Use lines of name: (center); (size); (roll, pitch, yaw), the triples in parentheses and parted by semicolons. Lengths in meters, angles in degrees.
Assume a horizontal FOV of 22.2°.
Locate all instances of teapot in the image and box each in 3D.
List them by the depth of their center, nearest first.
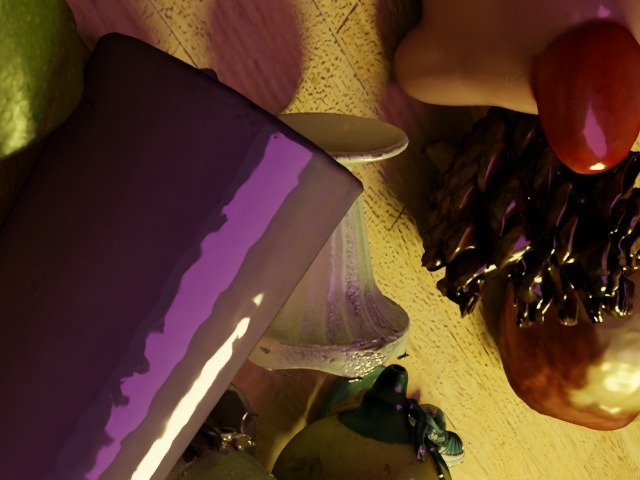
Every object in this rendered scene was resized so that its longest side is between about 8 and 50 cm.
teapot: (0.039, 0.231, 1.540); (0.183, 0.173, 0.269); (-77, 180, -53)

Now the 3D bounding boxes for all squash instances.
squash: (-0.227, -0.182, 0.962); (0.203, 0.111, 0.289); (-39, 138, -37)

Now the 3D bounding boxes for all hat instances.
hat: (-0.098, 0.251, 1.404); (0.257, 0.130, 0.257); (-34, 136, -41)

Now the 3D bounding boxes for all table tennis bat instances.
table tennis bat: (0.020, 0.216, 1.642); (0.124, 0.033, 0.201); (40, 73, -51)

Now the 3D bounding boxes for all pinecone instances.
pinecone: (0.214, -0.022, 1.567); (0.243, 0.257, 0.243); (-36, 151, -24)

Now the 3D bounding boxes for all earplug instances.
earplug: (-0.171, 0.096, 1.143); (0.456, 0.215, 0.215); (-60, 147, -3)

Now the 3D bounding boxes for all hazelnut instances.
hazelnut: (0.305, 0.081, 1.813); (0.261, 0.241, 0.261); (-45, 170, -10)

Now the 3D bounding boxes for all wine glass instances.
wine glass: (0.000, 0.000, 1.372); (0.165, 0.165, 0.197); (-19, 117, -49)

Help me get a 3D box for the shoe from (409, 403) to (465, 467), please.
shoe: (0.113, 0.211, 1.749); (0.143, 0.063, 0.071); (19, 76, -62)

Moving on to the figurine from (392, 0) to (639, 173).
figurine: (0.214, -0.214, 1.436); (0.269, 0.261, 0.211); (-24, 126, -43)
